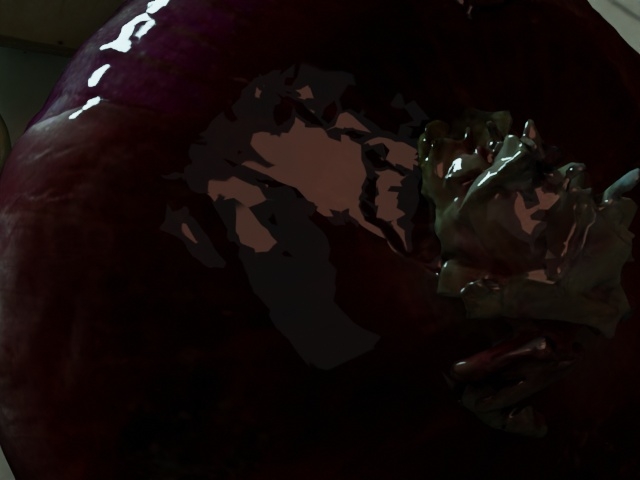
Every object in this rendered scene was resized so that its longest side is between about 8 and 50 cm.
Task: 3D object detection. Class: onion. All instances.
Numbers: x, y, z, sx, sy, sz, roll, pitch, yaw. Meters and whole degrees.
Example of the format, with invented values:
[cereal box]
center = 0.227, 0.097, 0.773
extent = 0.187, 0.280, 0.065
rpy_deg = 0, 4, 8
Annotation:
[onion]
center = 0.036, 0.022, 0.650
extent = 0.347, 0.285, 0.347
rpy_deg = 3, 83, -21

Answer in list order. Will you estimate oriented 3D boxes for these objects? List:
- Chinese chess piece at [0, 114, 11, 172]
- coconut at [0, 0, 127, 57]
[Chinese chess piece]
center = -0.205, -0.047, 0.814
extent = 0.084, 0.034, 0.084
rpy_deg = 4, 59, -7
[coconut]
center = -0.157, -0.212, 0.806
extent = 0.241, 0.241, 0.241
rpy_deg = 5, 58, -7
